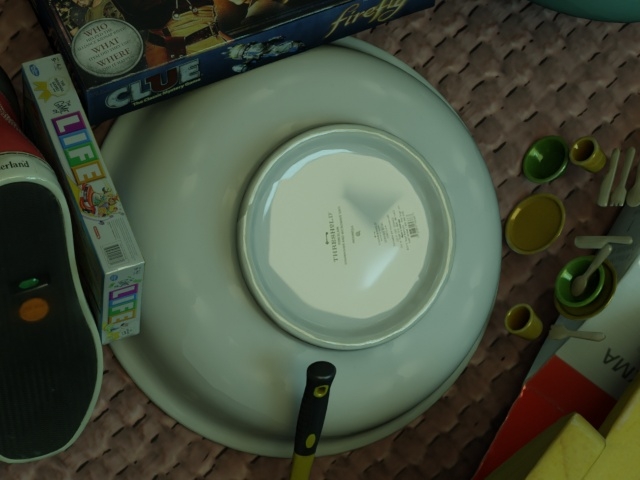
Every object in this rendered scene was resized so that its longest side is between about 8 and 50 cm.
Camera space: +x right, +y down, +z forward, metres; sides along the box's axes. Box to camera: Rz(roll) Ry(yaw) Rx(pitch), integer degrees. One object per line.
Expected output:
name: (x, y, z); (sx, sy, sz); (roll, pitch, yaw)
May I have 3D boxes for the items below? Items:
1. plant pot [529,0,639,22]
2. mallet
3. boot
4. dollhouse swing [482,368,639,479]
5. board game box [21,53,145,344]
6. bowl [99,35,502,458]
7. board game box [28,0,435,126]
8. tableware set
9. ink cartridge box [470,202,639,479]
plant pot: (0.180, -0.282, 1.274); (0.293, 0.293, 0.235); (-53, 125, -11)
mallet: (-0.020, 0.139, 1.268); (0.062, 0.190, 0.039); (-10, 53, -8)
boot: (-0.204, 0.008, 1.258); (0.088, 0.176, 0.244); (-12, 129, -17)
dollhouse swing: (0.221, 0.271, 1.286); (0.347, 0.315, 0.305); (44, 34, -2)
board game box: (-0.149, -0.025, 1.232); (0.026, 0.103, 0.154); (-17, 67, -16)
bowl: (0.000, 0.000, 1.289); (0.297, 0.134, 0.298); (0, 89, -15)
board game box: (-0.068, -0.185, 1.281); (0.243, 0.042, 0.165); (-21, 62, -15)
tableware set: (0.163, -0.004, 1.349); (0.024, 0.104, 0.154); (36, 64, -45)
ink cartridge box: (0.301, 0.132, 1.370); (0.308, 0.091, 0.385); (37, 71, -12)
